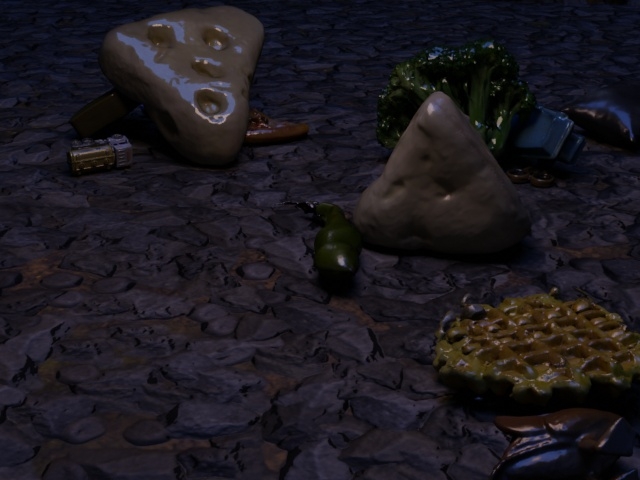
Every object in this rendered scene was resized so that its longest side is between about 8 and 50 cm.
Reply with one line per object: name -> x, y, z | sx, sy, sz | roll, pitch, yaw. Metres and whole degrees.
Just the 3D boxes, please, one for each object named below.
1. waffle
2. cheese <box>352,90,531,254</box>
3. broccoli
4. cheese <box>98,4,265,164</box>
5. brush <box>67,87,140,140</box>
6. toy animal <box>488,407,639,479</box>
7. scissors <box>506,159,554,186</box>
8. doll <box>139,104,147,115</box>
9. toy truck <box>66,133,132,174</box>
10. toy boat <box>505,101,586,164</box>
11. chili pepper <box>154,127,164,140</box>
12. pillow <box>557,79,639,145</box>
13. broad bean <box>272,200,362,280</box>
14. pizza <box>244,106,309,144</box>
waffle -> 0.266, 0.126, 1.232 | 0.262, 0.060, 0.280 | 7, 20, 29
cheese -> 0.191, -0.059, 1.594 | 0.248, 0.251, 0.173 | 40, 13, 0
broccoli -> 0.240, -0.239, 1.916 | 0.294, 0.265, 0.245 | -32, 56, 15
cheese -> -0.201, -0.319, 2.009 | 0.351, 0.130, 0.328 | 43, 52, 19
brush -> -0.416, -0.269, 2.089 | 0.123, 0.059, 0.197 | -24, 16, 18
toy animal -> 0.227, 0.207, 1.045 | 0.188, 0.089, 0.179 | -9, 8, -22
scissors -> 0.415, -0.141, 1.949 | 0.088, 0.017, 0.220 | 10, 23, 24
doll -> -0.334, -0.307, 2.231 | 0.110, 0.067, 0.206 | -28, 19, -1
toy truck -> -0.399, -0.152, 1.880 | 0.123, 0.052, 0.063 | -13, 31, -28
toy boat -> 0.408, -0.198, 1.954 | 0.098, 0.109, 0.238 | 25, 5, -23
chili pepper -> -0.248, -0.267, 2.146 | 0.122, 0.065, 0.279 | -14, 13, 16
pillow -> 0.627, -0.265, 2.142 | 0.186, 0.106, 0.250 | 29, 37, 34
broad bean -> 0.011, -0.002, 1.552 | 0.098, 0.056, 0.318 | -11, 20, -12
pizza -> -0.129, -0.242, 2.112 | 0.185, 0.052, 0.195 | -6, 24, -24
